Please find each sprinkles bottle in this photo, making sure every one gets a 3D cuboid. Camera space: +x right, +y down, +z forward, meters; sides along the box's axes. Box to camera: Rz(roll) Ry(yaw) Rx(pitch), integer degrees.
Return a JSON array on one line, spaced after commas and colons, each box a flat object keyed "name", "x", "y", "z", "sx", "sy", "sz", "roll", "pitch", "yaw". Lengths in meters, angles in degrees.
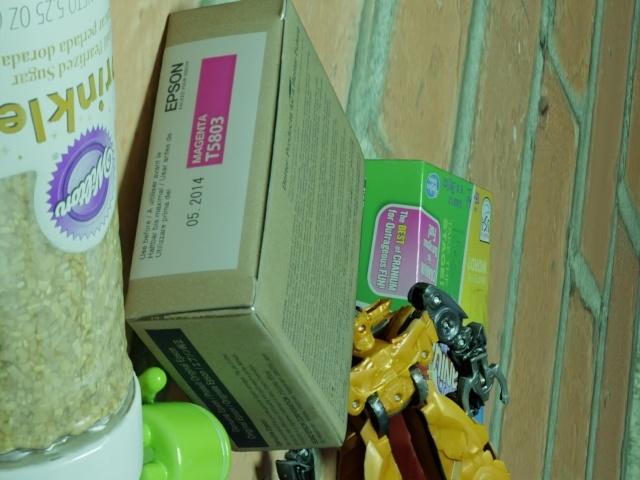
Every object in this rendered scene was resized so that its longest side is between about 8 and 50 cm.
[{"name": "sprinkles bottle", "x": -0.144, "y": -0.040, "z": 0.683, "sx": 0.121, "sy": 0.121, "sz": 0.355, "roll": -54, "pitch": 149, "yaw": -56}]

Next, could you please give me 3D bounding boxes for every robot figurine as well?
[{"name": "robot figurine", "x": -0.097, "y": 0.131, "z": 0.961, "sx": 0.101, "sy": 0.067, "sz": 0.115, "roll": 63, "pitch": 18, "yaw": 14}, {"name": "robot figurine", "x": 0.061, "y": 0.176, "z": 1.256, "sx": 0.211, "sy": 0.085, "sz": 0.291, "roll": -32, "pitch": 114, "yaw": -27}]

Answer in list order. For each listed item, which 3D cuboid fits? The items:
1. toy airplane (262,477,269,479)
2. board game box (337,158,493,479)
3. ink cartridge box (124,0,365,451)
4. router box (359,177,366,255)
[{"name": "toy airplane", "x": -0.044, "y": 0.248, "z": 1.163, "sx": 0.151, "sy": 0.028, "sz": 0.151, "roll": 1, "pitch": 90, "yaw": -68}, {"name": "board game box", "x": 0.090, "y": 0.098, "z": 1.455, "sx": 0.242, "sy": 0.064, "sz": 0.317, "roll": 13, "pitch": 80, "yaw": -69}, {"name": "ink cartridge box", "x": -0.040, "y": -0.008, "z": 1.038, "sx": 0.193, "sy": 0.088, "sz": 0.235, "roll": 60, "pitch": 30, "yaw": -53}, {"name": "router box", "x": 0.000, "y": 0.000, "z": 1.247, "sx": 0.092, "sy": 0.038, "sz": 0.122, "roll": 27, "pitch": 66, "yaw": -66}]
